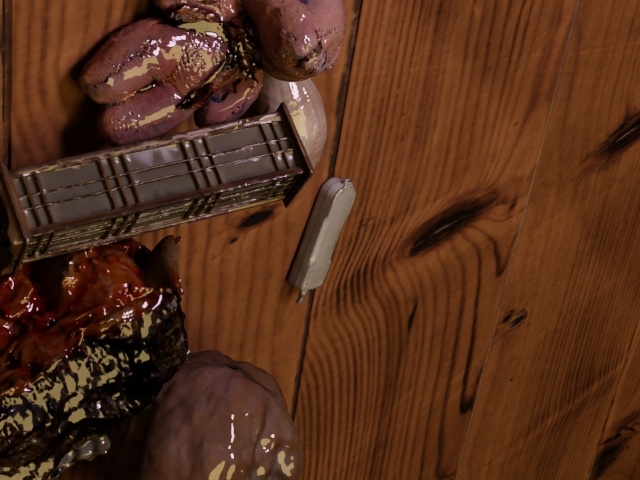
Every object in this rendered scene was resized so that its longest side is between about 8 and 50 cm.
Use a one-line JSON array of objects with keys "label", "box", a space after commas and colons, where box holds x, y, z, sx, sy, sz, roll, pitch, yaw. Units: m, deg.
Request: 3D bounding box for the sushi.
[{"label": "sushi", "box": [-0.272, 0.116, 1.609, 0.343, 0.196, 0.182, -40, 154, -22]}]

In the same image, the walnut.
[{"label": "walnut", "box": [-0.147, 0.268, 1.894, 0.227, 0.273, 0.273, 15, 112, -20]}]

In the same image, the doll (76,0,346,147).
[{"label": "doll", "box": [-0.090, -0.190, 1.590, 0.303, 0.156, 0.201, -36, 134, -21]}]

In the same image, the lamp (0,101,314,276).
[{"label": "lamp", "box": [-0.172, -0.052, 1.574, 0.325, 0.090, 0.089, -14, 162, -25]}]

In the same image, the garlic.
[{"label": "garlic", "box": [-0.044, -0.130, 1.764, 0.087, 0.101, 0.195, -34, 144, -28]}]

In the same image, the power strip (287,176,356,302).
[{"label": "power strip", "box": [0.000, 0.000, 2.022, 0.047, 0.030, 0.191, -12, 129, -50]}]
